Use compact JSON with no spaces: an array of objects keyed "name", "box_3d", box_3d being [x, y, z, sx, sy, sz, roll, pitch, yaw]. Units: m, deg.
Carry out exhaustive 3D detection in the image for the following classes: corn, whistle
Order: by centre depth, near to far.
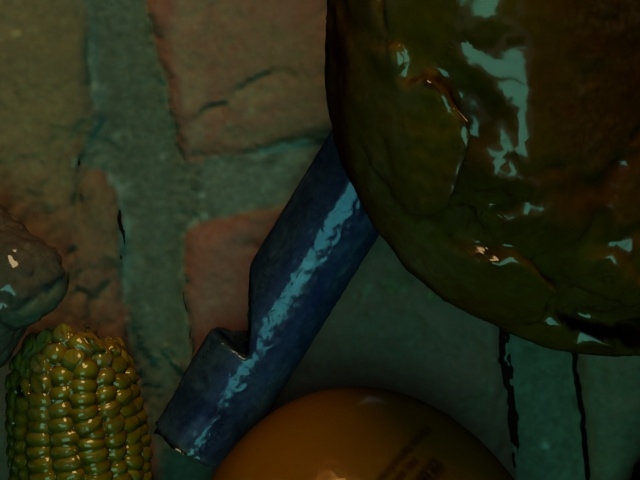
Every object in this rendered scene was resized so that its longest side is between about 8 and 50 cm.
[{"name":"whistle","box_3d":[0.000,0.000,1.149,0.062,0.062,0.304,30,99,-7]},{"name":"corn","box_3d":[-0.144,0.192,1.168,0.106,0.106,0.293,-7,97,0]}]

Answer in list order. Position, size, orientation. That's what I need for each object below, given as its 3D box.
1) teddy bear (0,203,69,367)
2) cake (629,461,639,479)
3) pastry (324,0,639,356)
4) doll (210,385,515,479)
[{"name":"teddy bear","box_3d":[-0.283,-0.012,1.099,0.267,0.151,0.236,51,60,-13]},{"name":"cake","box_3d":[0.278,0.113,1.188,0.112,0.135,0.246,30,129,5]},{"name":"pastry","box_3d":[0.159,-0.111,1.050,0.356,0.164,0.356,-4,101,-20]},{"name":"doll","box_3d":[0.010,0.206,1.137,0.213,0.213,0.236,27,136,-6]}]
